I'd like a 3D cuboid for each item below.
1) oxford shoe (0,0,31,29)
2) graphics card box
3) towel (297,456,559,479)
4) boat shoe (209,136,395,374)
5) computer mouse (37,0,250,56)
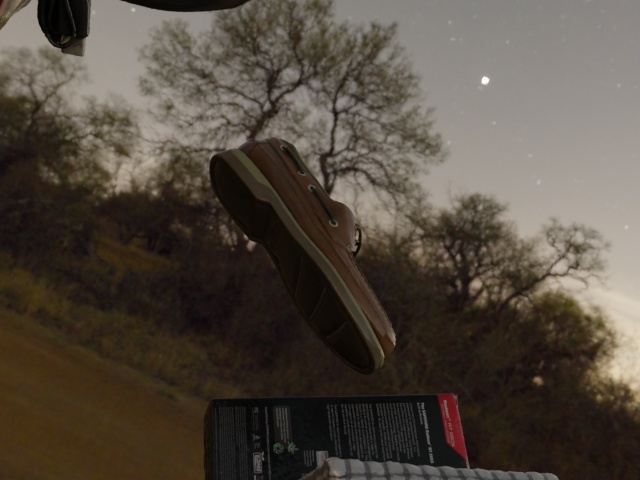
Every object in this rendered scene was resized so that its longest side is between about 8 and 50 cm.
[{"bbox_3d":[-0.622,-0.448,1.345,0.123,0.348,0.130,36,2,8],"label":"oxford shoe"},{"bbox_3d":[0.026,0.338,0.977,0.371,0.232,0.094,2,-28,-17],"label":"graphics card box"},{"bbox_3d":[0.071,0.300,0.654,0.235,0.121,0.283,10,-33,-19],"label":"towel"},{"bbox_3d":[0.000,0.000,0.785,0.307,0.104,0.110,55,-31,15],"label":"boat shoe"},{"bbox_3d":[-0.141,-0.279,0.704,0.272,0.188,0.072,-19,52,-36],"label":"computer mouse"}]
